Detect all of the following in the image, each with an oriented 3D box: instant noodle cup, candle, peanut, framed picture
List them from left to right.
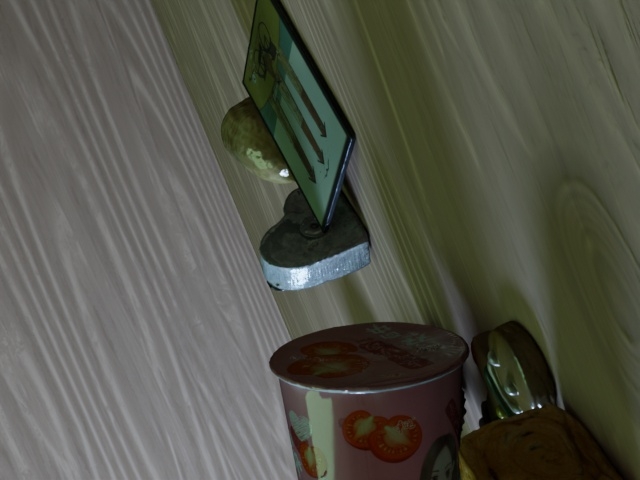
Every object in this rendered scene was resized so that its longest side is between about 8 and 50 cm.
[{"bbox_3d":[-0.087,-0.169,2.050,0.122,0.137,0.253,-66,23,10],"label":"peanut"},{"bbox_3d":[-0.040,-0.203,1.835,0.323,0.013,0.244,62,157,27],"label":"framed picture"},{"bbox_3d":[0.000,0.000,1.901,0.169,0.192,0.068,14,144,20],"label":"candle"},{"bbox_3d":[0.066,0.241,1.475,0.243,0.243,0.231,-140,44,-71],"label":"instant noodle cup"}]

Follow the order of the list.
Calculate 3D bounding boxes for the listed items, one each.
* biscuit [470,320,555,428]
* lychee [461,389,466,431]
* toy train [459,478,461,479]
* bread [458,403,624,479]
[{"bbox_3d":[0.221,0.198,1.378,0.196,0.049,0.301,59,167,34],"label":"biscuit"},{"bbox_3d":[0.105,0.220,1.677,0.188,0.188,0.188,157,90,-81],"label":"lychee"},{"bbox_3d":[0.163,0.482,1.905,0.299,0.167,0.238,70,-164,-52],"label":"toy train"},{"bbox_3d":[0.223,0.266,1.209,0.158,0.149,0.143,-128,20,-59],"label":"bread"}]
